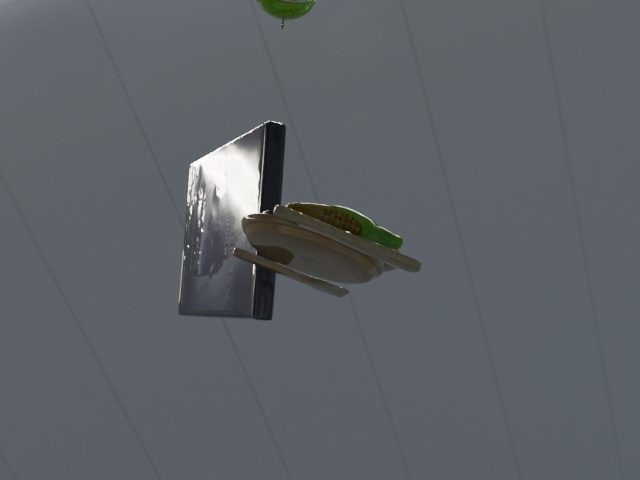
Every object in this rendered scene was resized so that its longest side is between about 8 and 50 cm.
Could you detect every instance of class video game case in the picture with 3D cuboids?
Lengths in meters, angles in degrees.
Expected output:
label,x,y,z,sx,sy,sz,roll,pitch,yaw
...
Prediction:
label,x,y,z,sx,sy,sz,roll,pitch,yaw
video game case,-0.107,-0.011,0.902,0.026,0.274,0.196,6,-97,-24

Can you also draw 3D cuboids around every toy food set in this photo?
label,x,y,z,sx,sy,sz,roll,pitch,yaw
toy food set,0.000,0.000,0.656,0.132,0.192,0.039,22,-106,-12

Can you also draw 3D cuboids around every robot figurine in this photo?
label,x,y,z,sx,sy,sz,roll,pitch,yaw
robot figurine,-0.030,-0.275,0.806,0.067,0.101,0.115,7,-55,-10
